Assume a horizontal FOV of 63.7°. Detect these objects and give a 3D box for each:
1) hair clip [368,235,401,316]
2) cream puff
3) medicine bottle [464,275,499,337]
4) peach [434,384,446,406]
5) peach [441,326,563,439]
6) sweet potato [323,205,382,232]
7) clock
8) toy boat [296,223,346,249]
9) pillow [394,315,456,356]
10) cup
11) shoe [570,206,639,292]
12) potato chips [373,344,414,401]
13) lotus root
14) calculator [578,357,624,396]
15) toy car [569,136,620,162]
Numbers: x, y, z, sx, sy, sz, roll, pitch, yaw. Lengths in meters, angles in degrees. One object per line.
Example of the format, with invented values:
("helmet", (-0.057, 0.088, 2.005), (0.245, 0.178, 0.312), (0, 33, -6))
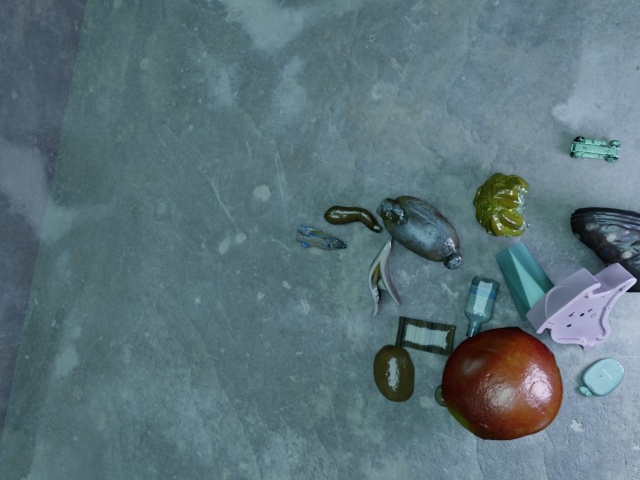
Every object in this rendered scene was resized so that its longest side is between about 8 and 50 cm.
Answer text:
("hair clip", (0.220, 0.131, 1.843), (0.113, 0.172, 0.282), (-7, 96, 11))
("cream puff", (0.593, -0.121, 1.707), (0.194, 0.194, 0.221), (-1, 83, 20))
("medicine bottle", (0.544, 0.231, 1.763), (0.090, 0.053, 0.209), (15, 93, 19))
("peach", (0.433, 0.533, 1.770), (0.083, 0.083, 0.083), (-1, 86, 20))
("peach", (0.569, 0.446, 1.616), (0.372, 0.373, 0.290), (-31, 111, 16))
("sweet potato", (0.124, -0.087, 1.938), (0.233, 0.062, 0.081), (11, 106, 17))
("clock", (0.809, 0.194, 1.547), (0.290, 0.275, 0.080), (-50, 33, 23))
("toy boat", (0.000, 0.000, 1.978), (0.210, 0.066, 0.084), (15, 125, 12))
("pillow", (0.372, 0.339, 1.828), (0.203, 0.038, 0.113), (9, 86, 20))
("cup", (0.678, 0.128, 1.686), (0.134, 0.148, 0.236), (-37, 69, 42))
("shoe", (0.948, 0.040, 1.567), (0.383, 0.171, 0.237), (15, 92, 18))
("potato chips", (0.262, 0.479, 1.855), (0.150, 0.049, 0.202), (-2, 80, 15))
("lotus root", (0.360, -0.032, 1.798), (0.349, 0.175, 0.175), (41, 100, 14))
("calculator", (0.892, 0.440, 1.638), (0.153, 0.021, 0.095), (-45, 73, 9))
("toy car", (0.890, -0.293, 1.671), (0.143, 0.054, 0.073), (10, 88, 19))
